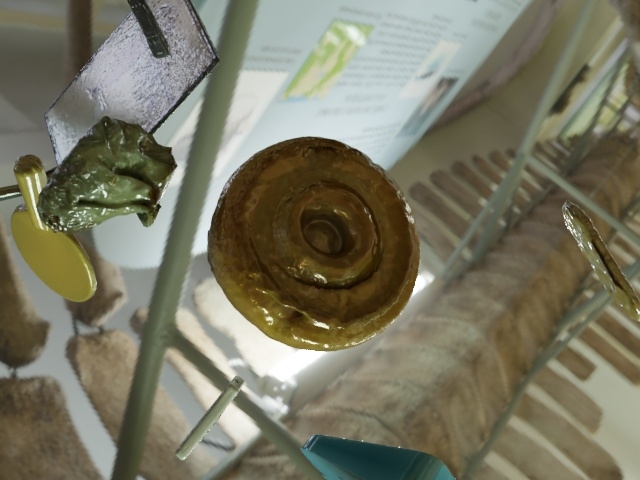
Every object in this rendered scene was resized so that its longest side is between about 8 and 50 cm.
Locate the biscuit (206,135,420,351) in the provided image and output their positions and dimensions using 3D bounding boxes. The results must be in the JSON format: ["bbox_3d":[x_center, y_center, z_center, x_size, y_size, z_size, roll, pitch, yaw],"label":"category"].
[{"bbox_3d":[0.000,0.000,1.310,0.296,0.102,0.297,7,-110,-21],"label":"biscuit"}]

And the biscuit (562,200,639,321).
[{"bbox_3d":[0.295,0.022,1.036,0.147,0.018,0.071,58,-177,3],"label":"biscuit"}]

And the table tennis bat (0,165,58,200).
[{"bbox_3d":[-0.482,-0.113,1.854,0.154,0.274,0.021,105,151,-74],"label":"table tennis bat"}]

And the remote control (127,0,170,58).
[{"bbox_3d":[-0.209,-0.267,1.201,0.039,0.014,0.096,8,128,55],"label":"remote control"}]

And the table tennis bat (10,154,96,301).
[{"bbox_3d":[-0.478,-0.015,1.725,0.198,0.321,0.050,26,-130,26],"label":"table tennis bat"}]

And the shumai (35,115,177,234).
[{"bbox_3d":[-0.276,-0.069,1.311,0.142,0.184,0.184,35,-161,-10],"label":"shumai"}]

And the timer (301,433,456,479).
[{"bbox_3d":[0.109,0.403,1.627,0.249,0.091,0.232,14,150,39],"label":"timer"}]

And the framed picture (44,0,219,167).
[{"bbox_3d":[-0.296,-0.227,1.495,0.014,0.338,0.255,25,-151,-44],"label":"framed picture"}]

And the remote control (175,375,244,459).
[{"bbox_3d":[-0.219,0.352,1.958,0.029,0.190,0.087,39,-174,1],"label":"remote control"}]
